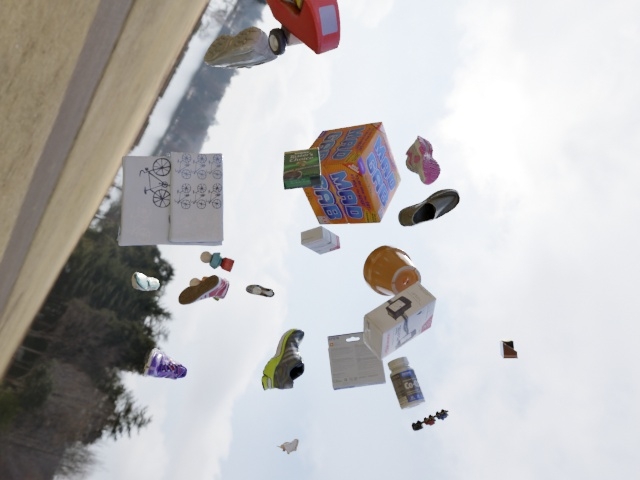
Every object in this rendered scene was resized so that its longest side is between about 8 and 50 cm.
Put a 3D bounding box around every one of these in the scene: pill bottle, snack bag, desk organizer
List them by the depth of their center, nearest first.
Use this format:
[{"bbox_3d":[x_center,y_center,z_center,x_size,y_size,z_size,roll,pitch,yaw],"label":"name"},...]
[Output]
[{"bbox_3d":[0.249,0.417,1.396,0.078,0.078,0.137,-44,-126,41],"label":"pill bottle"},{"bbox_3d":[0.622,0.359,1.578,0.130,0.047,0.050,23,64,-72],"label":"desk organizer"},{"bbox_3d":[-0.494,-0.142,1.581,0.037,0.341,0.324,135,-46,-75],"label":"snack bag"}]

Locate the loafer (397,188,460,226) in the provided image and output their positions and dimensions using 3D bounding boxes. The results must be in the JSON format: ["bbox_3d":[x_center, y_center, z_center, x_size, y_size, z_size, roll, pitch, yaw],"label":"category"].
[{"bbox_3d":[0.400,-0.108,1.693,0.251,0.095,0.087,-27,-161,-12],"label":"loafer"}]

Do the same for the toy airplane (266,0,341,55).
[{"bbox_3d":[-0.082,-0.638,1.029,0.272,0.384,0.387,-30,-139,64],"label":"toy airplane"}]

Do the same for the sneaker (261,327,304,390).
[{"bbox_3d":[-0.106,0.439,1.744,0.300,0.121,0.111,-61,154,-53],"label":"sneaker"}]

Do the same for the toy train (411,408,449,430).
[{"bbox_3d":[0.411,0.675,1.783,0.158,0.027,0.036,-34,-156,19],"label":"toy train"}]

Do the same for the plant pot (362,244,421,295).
[{"bbox_3d":[0.296,0.137,1.872,0.205,0.205,0.188,-62,-158,2],"label":"plant pot"}]

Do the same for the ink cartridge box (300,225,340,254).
[{"bbox_3d":[0.000,0.000,2.012,0.109,0.150,0.063,-17,-117,28],"label":"ink cartridge box"}]

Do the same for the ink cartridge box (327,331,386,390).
[{"bbox_3d":[0.147,0.496,1.981,0.045,0.223,0.224,80,3,-57],"label":"ink cartridge box"}]

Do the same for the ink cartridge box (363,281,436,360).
[{"bbox_3d":[0.266,0.274,1.615,0.100,0.237,0.172,45,-27,37],"label":"ink cartridge box"}]

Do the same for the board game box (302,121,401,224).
[{"bbox_3d":[0.147,-0.329,2.388,0.355,0.357,0.357,0,-138,33],"label":"board game box"}]

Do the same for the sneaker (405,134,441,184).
[{"bbox_3d":[0.413,-0.311,1.957,0.111,0.102,0.253,-45,-148,40],"label":"sneaker"}]

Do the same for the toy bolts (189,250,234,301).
[{"bbox_3d":[-0.514,0.161,2.250,0.218,0.158,0.229,-4,-113,69],"label":"toy bolts"}]

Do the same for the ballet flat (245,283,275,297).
[{"bbox_3d":[-0.215,0.183,1.727,0.041,0.114,0.041,-35,-132,50],"label":"ballet flat"}]

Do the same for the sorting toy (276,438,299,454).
[{"bbox_3d":[-0.145,0.869,2.014,0.075,0.083,0.045,-9,-97,43],"label":"sorting toy"}]

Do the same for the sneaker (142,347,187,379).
[{"bbox_3d":[-0.367,0.302,1.143,0.170,0.071,0.069,66,38,-72],"label":"sneaker"}]

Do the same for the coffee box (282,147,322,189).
[{"bbox_3d":[-0.054,-0.213,1.396,0.184,0.113,0.041,-92,174,-55],"label":"coffee box"}]

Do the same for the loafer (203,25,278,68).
[{"bbox_3d":[-0.252,-0.570,1.463,0.319,0.111,0.112,17,-100,48],"label":"loafer"}]

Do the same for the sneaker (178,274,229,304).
[{"bbox_3d":[-0.263,0.119,1.091,0.118,0.067,0.042,-27,-114,14],"label":"sneaker"}]

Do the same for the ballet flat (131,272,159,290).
[{"bbox_3d":[-0.588,0.144,1.566,0.168,0.052,0.057,63,11,-74],"label":"ballet flat"}]
